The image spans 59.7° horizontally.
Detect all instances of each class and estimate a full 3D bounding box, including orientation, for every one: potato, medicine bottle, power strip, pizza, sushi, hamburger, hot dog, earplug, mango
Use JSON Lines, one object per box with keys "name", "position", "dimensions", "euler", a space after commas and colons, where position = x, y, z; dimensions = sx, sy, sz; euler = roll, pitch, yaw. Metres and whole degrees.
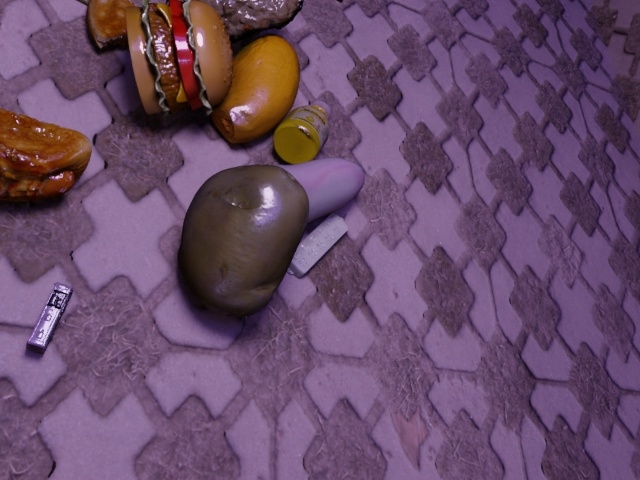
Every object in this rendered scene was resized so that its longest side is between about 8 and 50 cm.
{"name": "potato", "position": [-0.165, -0.012, 1.151], "dimensions": [0.243, 0.221, 0.326], "euler": [28, 91, 10]}
{"name": "medicine bottle", "position": [-0.033, -0.295, 1.457], "dimensions": [0.122, 0.122, 0.212], "euler": [37, 40, -8]}
{"name": "power strip", "position": [0.000, 0.000, 1.378], "dimensions": [0.060, 0.027, 0.252], "euler": [46, 53, -1]}
{"name": "pizza", "position": [-0.476, -0.527, 1.373], "dimensions": [0.193, 0.053, 0.200], "euler": [13, 57, -22]}
{"name": "sushi", "position": [-0.219, -0.610, 1.410], "dimensions": [0.351, 0.171, 0.210], "euler": [-10, 106, -6]}
{"name": "hamburger", "position": [-0.306, -0.417, 1.263], "dimensions": [0.212, 0.274, 0.274], "euler": [-9, 68, -8]}
{"name": "hot dog", "position": [-0.585, -0.156, 1.065], "dimensions": [0.257, 0.150, 0.153], "euler": [15, 50, -23]}
{"name": "earplug", "position": [-0.004, -0.131, 1.376], "dimensions": [0.301, 0.172, 0.172], "euler": [-23, 78, -43]}
{"name": "mango", "position": [-0.154, -0.389, 1.428], "dimensions": [0.187, 0.144, 0.359], "euler": [21, 62, -13]}

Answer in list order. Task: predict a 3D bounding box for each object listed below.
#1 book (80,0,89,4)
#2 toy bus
{"name": "book", "position": [-0.696, -0.750, 1.381], "dimensions": [0.352, 0.035, 0.239], "euler": [24, 55, -15]}
{"name": "toy bus", "position": [-0.493, 0.138, 1.016], "dimensions": [0.037, 0.052, 0.130], "euler": [22, 56, -15]}
